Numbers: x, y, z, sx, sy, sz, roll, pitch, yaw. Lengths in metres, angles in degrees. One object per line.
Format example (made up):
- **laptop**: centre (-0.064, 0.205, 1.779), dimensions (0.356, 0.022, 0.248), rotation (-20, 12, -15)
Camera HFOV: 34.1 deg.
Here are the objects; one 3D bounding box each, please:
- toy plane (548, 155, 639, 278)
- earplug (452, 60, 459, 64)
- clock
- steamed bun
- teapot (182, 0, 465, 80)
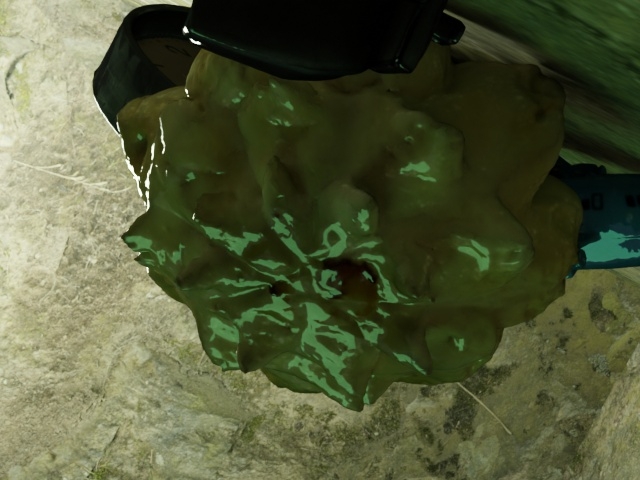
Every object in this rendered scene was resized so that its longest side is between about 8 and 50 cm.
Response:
- **toy plane**: centre (0.164, -0.008, 0.791), dimensions (0.271, 0.105, 0.254), rotation (8, -143, 31)
- **earplug**: centre (0.023, -0.104, 0.808), dimensions (0.132, 0.132, 0.273), rotation (25, -171, -37)
- **clock**: centre (-0.036, -0.115, 1.044), dimensions (0.386, 0.076, 0.386), rotation (24, -157, -11)
- **steamed bun**: centre (0.000, 0.000, 0.624), dimensions (0.295, 0.292, 0.137), rotation (25, -139, -1)
- **teapot**: centre (0.009, -0.097, 0.396), dimensions (0.096, 0.087, 0.177), rotation (23, -175, -8)
